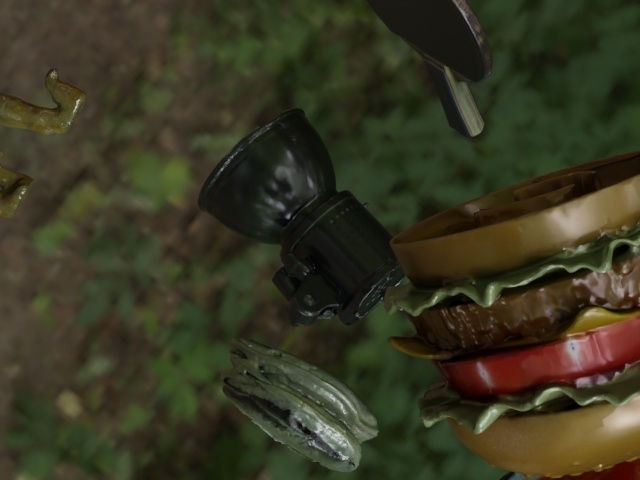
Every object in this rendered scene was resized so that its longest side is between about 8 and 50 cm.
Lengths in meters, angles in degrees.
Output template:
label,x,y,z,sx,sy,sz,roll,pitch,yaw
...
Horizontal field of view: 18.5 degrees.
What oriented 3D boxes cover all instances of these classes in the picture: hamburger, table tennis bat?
label,x,y,z,sx,sy,sz,roll,pitch,yaw
hamburger,-0.018,0.131,1.557,0.062,0.133,0.140,-60,144,-9
hamburger,0.190,0.063,1.457,0.274,0.212,0.274,-19,-175,2
table tennis bat,0.056,-0.106,1.013,0.014,0.095,0.158,-47,144,-13

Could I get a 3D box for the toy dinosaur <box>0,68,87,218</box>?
label,x,y,z,sx,sy,sz,roll,pitch,yaw
toy dinosaur,-0.187,-0.049,0.892,0.162,0.126,0.039,-58,180,3

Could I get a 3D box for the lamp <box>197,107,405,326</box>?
label,x,y,z,sx,sy,sz,roll,pitch,yaw
lamp,0.000,0.000,1.955,0.172,0.227,0.147,-32,163,-40

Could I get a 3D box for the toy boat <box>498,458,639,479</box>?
label,x,y,z,sx,sy,sz,roll,pitch,yaw
toy boat,0.157,0.247,1.663,0.332,0.133,0.145,-44,140,20
